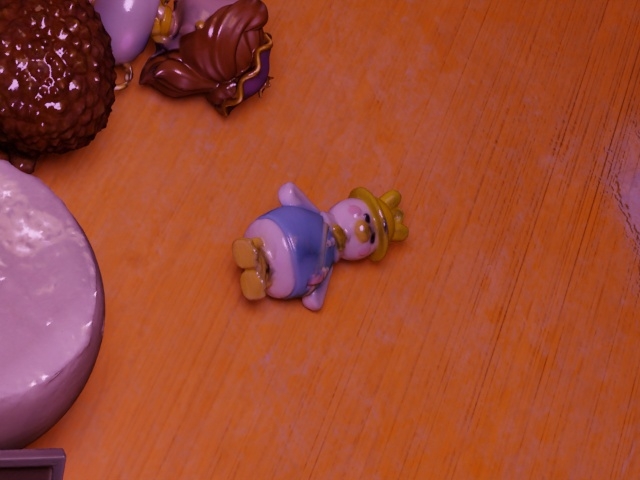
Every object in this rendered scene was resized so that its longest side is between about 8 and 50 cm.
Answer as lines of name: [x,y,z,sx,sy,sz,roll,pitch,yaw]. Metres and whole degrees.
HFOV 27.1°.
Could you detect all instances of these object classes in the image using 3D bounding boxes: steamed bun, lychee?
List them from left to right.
steamed bun: [-0.372,0.071,1.273,0.324,0.206,0.324,13,56,-21]
lychee: [-0.314,-0.171,1.435,0.200,0.200,0.238,11,83,-20]

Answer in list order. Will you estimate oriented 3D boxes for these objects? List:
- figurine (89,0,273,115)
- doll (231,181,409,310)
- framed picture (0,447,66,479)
figurine: [-0.172,-0.250,1.579,0.263,0.142,0.189,19,90,-17]
doll: [0.000,-0.001,1.553,0.241,0.099,0.135,-19,69,-30]
framed picture: [-0.383,0.281,1.183,0.289,0.213,0.016,2,23,-24]
